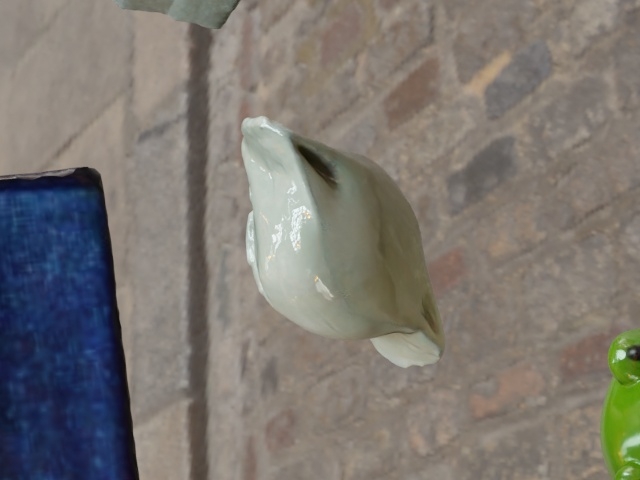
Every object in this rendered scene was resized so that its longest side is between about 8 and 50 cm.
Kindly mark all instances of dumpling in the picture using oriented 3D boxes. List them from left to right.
[{"bbox_3d":[0.000,0.000,0.882,0.124,0.229,0.151,-39,27,-23],"label":"dumpling"}]

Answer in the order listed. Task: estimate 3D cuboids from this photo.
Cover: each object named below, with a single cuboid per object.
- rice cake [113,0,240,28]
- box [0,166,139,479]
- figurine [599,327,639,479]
[{"bbox_3d":[-0.070,-0.201,0.676,0.211,0.124,0.038,123,157,-55],"label":"rice cake"},{"bbox_3d":[-0.127,0.131,0.459,0.261,0.116,0.279,156,109,-75],"label":"box"},{"bbox_3d":[0.291,0.132,0.787,0.143,0.263,0.162,-22,60,60],"label":"figurine"}]
